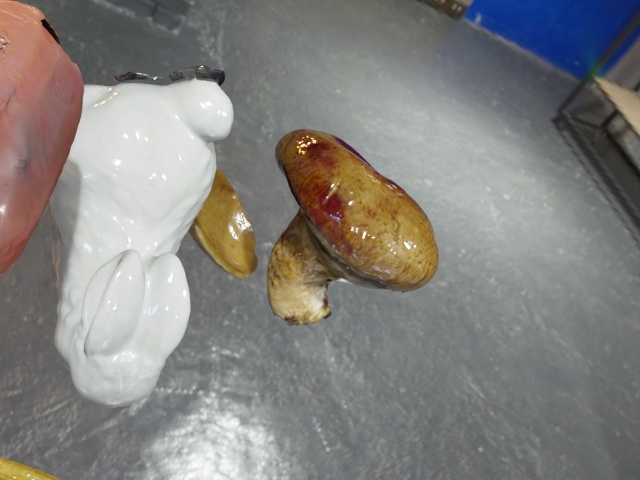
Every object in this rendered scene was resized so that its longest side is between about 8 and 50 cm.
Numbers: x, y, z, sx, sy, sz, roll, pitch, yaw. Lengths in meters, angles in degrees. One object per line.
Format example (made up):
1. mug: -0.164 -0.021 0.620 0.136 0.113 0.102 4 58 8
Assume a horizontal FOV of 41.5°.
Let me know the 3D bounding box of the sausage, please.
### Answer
1. sausage: -0.273 -0.076 0.653 0.152 0.152 0.280 24 43 -17

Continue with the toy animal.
1. toy animal: -0.211 0.002 0.930 0.194 0.257 0.357 8 75 -45

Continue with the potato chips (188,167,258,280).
1. potato chips: -0.155 -0.025 1.255 0.202 0.049 0.150 47 39 -44

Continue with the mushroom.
1. mushroom: 0.028 -0.019 1.113 0.267 0.267 0.255 31 71 -7

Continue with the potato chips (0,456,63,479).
1. potato chips: -0.291 0.258 0.902 0.204 0.037 0.026 12 34 10
